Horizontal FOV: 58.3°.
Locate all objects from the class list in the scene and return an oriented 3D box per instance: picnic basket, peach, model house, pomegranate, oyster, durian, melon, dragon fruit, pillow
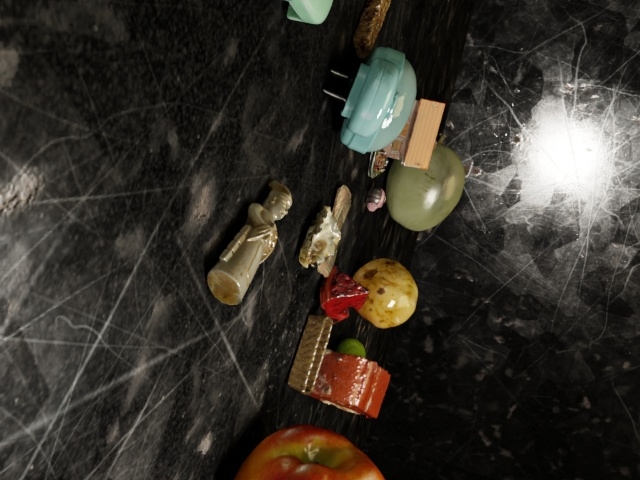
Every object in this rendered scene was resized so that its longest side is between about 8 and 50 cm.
[{"bbox_3d":[-0.025,0.272,1.387,0.110,0.055,0.193,55,53,-70],"label":"picnic basket"},{"bbox_3d":[-0.020,0.553,1.146,0.310,0.335,0.406,-53,148,-52],"label":"peach"},{"bbox_3d":[0.248,-0.308,1.602,0.207,0.154,0.294,-38,142,-69],"label":"model house"},{"bbox_3d":[0.196,0.170,1.775,0.215,0.215,0.215,16,90,-76],"label":"pomegranate"},{"bbox_3d":[-0.007,0.000,1.176,0.148,0.051,0.103,-55,138,-54],"label":"oyster"},{"bbox_3d":[0.075,0.385,1.807,0.139,0.101,0.250,-40,-170,39],"label":"durian"},{"bbox_3d":[0.343,-0.185,1.889,0.272,0.271,0.308,-43,138,-64],"label":"melon"},{"bbox_3d":[0.054,0.140,1.455,0.192,0.122,0.092,80,-7,-59],"label":"dragon fruit"},{"bbox_3d":[0.033,-0.021,1.337,0.135,0.034,0.211,48,58,-72],"label":"pillow"}]

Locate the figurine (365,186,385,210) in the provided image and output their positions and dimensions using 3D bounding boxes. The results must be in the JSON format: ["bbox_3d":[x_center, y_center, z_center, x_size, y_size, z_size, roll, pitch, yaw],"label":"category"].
[{"bbox_3d":[0.160,-0.119,1.688,0.072,0.054,0.129,-60,173,3],"label":"figurine"}]

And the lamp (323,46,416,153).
[{"bbox_3d":[0.106,-0.272,1.116,0.209,0.147,0.284,-70,165,11],"label":"lamp"}]

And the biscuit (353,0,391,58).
[{"bbox_3d":[0.111,-0.463,1.156,0.064,0.034,0.199,62,45,-68],"label":"biscuit"}]

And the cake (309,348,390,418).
[{"bbox_3d":[0.074,0.394,1.591,0.283,0.177,0.151,45,63,-59],"label":"cake"}]

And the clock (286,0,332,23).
[{"bbox_3d":[-0.027,-0.363,0.684,0.211,0.066,0.159,-13,118,-73],"label":"clock"}]

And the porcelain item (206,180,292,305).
[{"bbox_3d":[-0.093,-0.006,0.842,0.084,0.054,0.213,92,19,-47],"label":"porcelain item"}]
